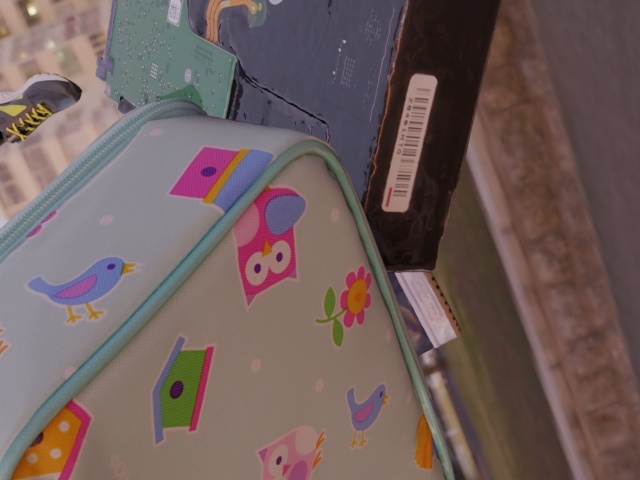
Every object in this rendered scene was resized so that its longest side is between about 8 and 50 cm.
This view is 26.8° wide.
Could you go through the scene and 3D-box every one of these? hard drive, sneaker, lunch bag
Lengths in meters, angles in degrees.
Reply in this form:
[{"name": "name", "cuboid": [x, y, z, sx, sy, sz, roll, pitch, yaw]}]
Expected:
[{"name": "hard drive", "cuboid": [-0.024, -0.149, 0.743, 0.339, 0.064, 0.236, 33, 117, 53]}, {"name": "sneaker", "cuboid": [-0.183, -0.078, 0.841, 0.031, 0.083, 0.035, 37, -133, -45]}, {"name": "sneaker", "cuboid": [0.000, 0.000, 1.257, 0.282, 0.153, 0.099, 61, -175, 8]}, {"name": "lunch bag", "cuboid": [-0.047, 0.095, 0.552, 0.224, 0.108, 0.279, -52, -39, -32]}]
